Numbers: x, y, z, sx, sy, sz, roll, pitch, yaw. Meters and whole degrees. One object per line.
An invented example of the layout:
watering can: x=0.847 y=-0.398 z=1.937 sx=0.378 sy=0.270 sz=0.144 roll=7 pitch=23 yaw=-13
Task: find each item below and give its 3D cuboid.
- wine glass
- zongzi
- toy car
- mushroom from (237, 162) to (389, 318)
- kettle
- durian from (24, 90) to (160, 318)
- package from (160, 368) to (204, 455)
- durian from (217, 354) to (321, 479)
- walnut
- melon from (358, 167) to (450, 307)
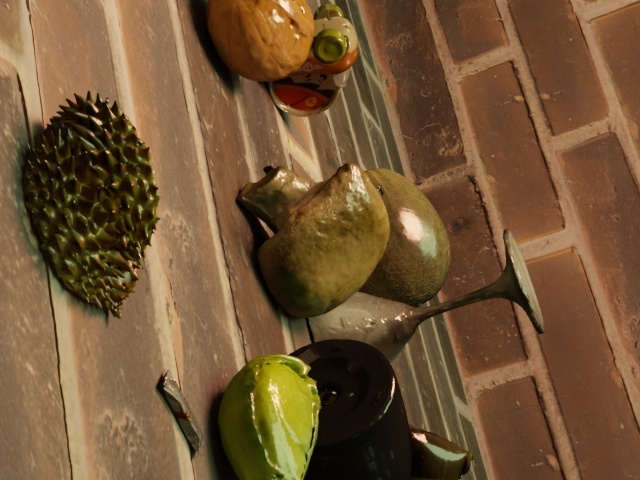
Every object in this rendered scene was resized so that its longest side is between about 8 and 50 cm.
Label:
wine glass: x=0.199 y=0.136 z=2.045 sx=0.267 sy=0.406 sz=0.267 roll=-21 pitch=90 yaw=-75
zongzi: x=0.088 y=0.448 z=1.846 sx=0.154 sy=0.317 sz=0.289 roll=24 pitch=80 yaw=-31
toy car: x=-0.026 y=-0.365 z=2.274 sx=0.145 sy=0.235 sz=0.235 roll=-91 pitch=158 yaw=-50
mushroom: x=0.010 y=0.002 z=1.866 sx=0.212 sy=0.218 sz=0.292 roll=-82 pitch=151 yaw=-55
kettle: x=0.031 y=0.303 z=1.643 sx=0.268 sy=0.207 sz=0.290 roll=46 pitch=-18 yaw=49
durian: x=-0.256 y=-0.040 z=1.181 sx=0.252 sy=0.144 sz=0.139 roll=66 pitch=-25 yaw=5
package: x=-0.166 y=0.210 z=1.311 sx=0.037 sy=0.015 sz=0.110 roll=-73 pitch=141 yaw=-67
durian: x=-0.068 y=0.236 z=1.443 sx=0.139 sy=0.101 sz=0.250 roll=36 pitch=29 yaw=-27
walnut: x=-0.114 y=-0.400 z=1.993 sx=0.221 sy=0.195 sz=0.195 roll=54 pitch=22 yaw=-53
melon: x=0.151 y=0.000 z=2.371 sx=0.329 sy=0.249 sz=0.248 roll=67 pitch=13 yaw=6
